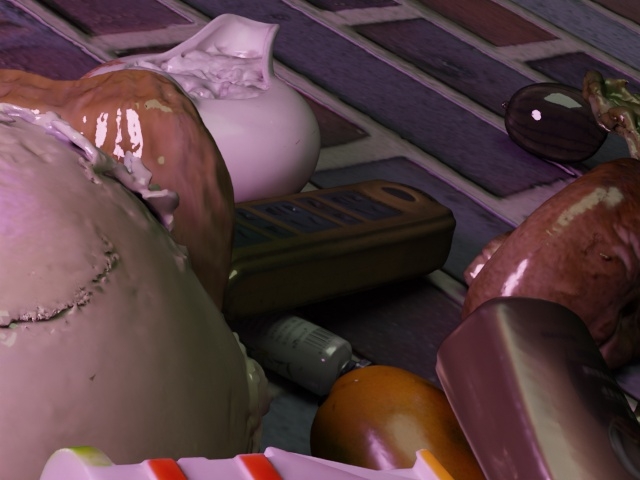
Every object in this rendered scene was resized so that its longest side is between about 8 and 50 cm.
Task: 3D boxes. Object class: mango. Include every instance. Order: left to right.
[{"bbox_3d":[0.059,0.145,0.991,0.111,0.089,0.163,4,37,-37],"label":"mango"}]

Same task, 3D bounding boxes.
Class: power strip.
[{"bbox_3d":[0.000,0.000,1.215,0.092,0.066,0.387,24,16,26],"label":"power strip"}]

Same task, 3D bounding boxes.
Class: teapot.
[{"bbox_3d":[-0.102,-0.091,1.270,0.204,0.139,0.298,15,22,8],"label":"teapot"}]

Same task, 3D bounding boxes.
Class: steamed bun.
[{"bbox_3d":[-0.193,0.065,0.810,0.334,0.233,0.312,18,24,2],"label":"steamed bun"}]

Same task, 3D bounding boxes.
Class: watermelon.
[{"bbox_3d":[0.236,-0.119,1.650,0.110,0.078,0.078,15,25,1],"label":"watermelon"}]

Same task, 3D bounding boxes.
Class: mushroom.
[{"bbox_3d":[0.222,0.002,1.314,0.156,0.151,0.285,32,28,22],"label":"mushroom"}]

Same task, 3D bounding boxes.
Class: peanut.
[{"bbox_3d":[-0.158,-0.013,1.010,0.233,0.197,0.110,8,17,22],"label":"peanut"}]

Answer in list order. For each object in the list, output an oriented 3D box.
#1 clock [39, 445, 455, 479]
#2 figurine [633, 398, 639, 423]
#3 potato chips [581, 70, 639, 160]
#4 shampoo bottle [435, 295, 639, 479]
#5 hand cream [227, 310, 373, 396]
[{"bbox_3d":[0.027,0.204,0.679,0.309,0.235,0.166,1,32,-34],"label":"clock"},{"bbox_3d":[0.269,0.145,1.031,0.173,0.177,0.247,43,37,7],"label":"figurine"},{"bbox_3d":[0.415,-0.012,1.517,0.429,0.070,0.358,41,18,18],"label":"potato chips"},{"bbox_3d":[0.170,0.189,0.899,0.125,0.084,0.350,18,37,-40],"label":"shampoo bottle"},{"bbox_3d":[-0.053,0.060,1.146,0.194,0.042,0.067,24,29,23],"label":"hand cream"}]
